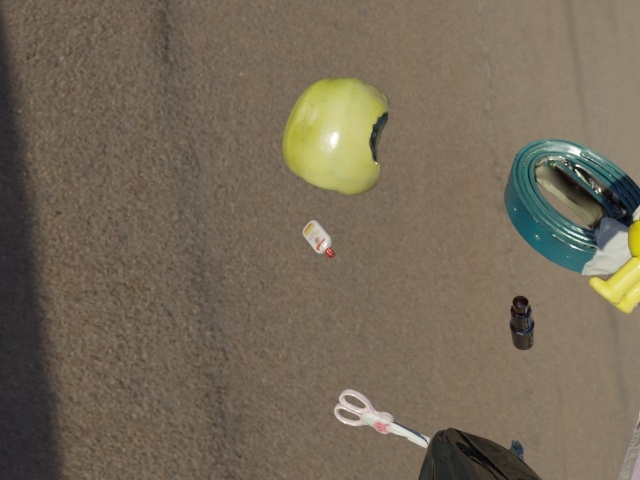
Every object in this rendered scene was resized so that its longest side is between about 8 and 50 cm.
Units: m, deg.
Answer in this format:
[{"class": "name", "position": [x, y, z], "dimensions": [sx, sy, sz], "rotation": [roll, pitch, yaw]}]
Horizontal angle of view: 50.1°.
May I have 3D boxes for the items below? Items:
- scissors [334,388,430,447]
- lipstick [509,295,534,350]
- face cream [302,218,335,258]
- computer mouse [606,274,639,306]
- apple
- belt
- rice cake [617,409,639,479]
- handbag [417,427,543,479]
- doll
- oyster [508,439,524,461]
[{"class": "scissors", "position": [0.153, 0.444, 1.678], "dimensions": [0.030, 0.242, 0.118], "rotation": [-57, 166, -48]}, {"class": "lipstick", "position": [0.653, 0.266, 2.223], "dimensions": [0.299, 0.081, 0.081], "rotation": [63, 41, -52]}, {"class": "face cream", "position": [0.000, 0.000, 1.235], "dimensions": [0.021, 0.040, 0.083], "rotation": [12, 31, -50]}, {"class": "computer mouse", "position": [0.956, 0.114, 2.045], "dimensions": [0.121, 0.184, 0.297], "rotation": [53, 32, 6]}, {"class": "apple", "position": [0.041, -0.237, 1.565], "dimensions": [0.279, 0.279, 0.279], "rotation": [8, 79, -47]}, {"class": "belt", "position": [0.727, -0.093, 1.963], "dimensions": [0.300, 0.436, 0.173], "rotation": [-38, 153, -12]}, {"class": "rice cake", "position": [0.823, 0.555, 1.740], "dimensions": [0.106, 0.050, 0.298], "rotation": [49, 54, -14]}, {"class": "handbag", "position": [0.206, 0.410, 0.824], "dimensions": [0.275, 0.178, 0.301], "rotation": [-94, -166, -75]}, {"class": "doll", "position": [0.525, -0.038, 0.910], "dimensions": [0.199, 0.363, 0.145], "rotation": [23, 27, -47]}, {"class": "oyster", "position": [0.351, 0.427, 1.232], "dimensions": [0.098, 0.037, 0.100], "rotation": [-77, 166, -52]}]
